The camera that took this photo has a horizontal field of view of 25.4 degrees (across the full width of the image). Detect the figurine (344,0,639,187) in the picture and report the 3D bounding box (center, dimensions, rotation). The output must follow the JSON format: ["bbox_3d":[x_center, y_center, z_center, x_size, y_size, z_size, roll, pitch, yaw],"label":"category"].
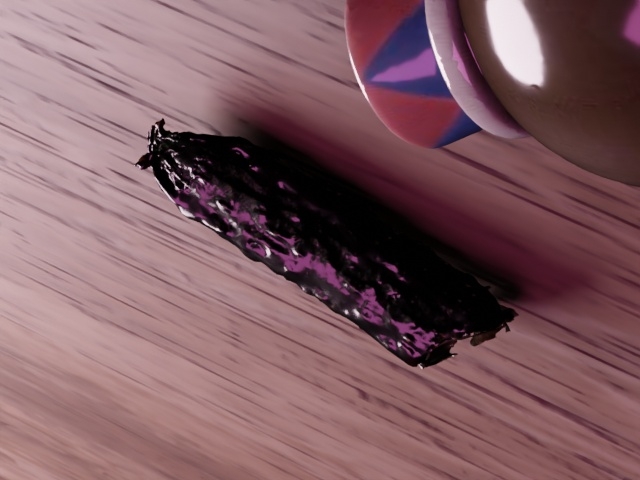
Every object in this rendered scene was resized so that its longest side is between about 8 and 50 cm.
[{"bbox_3d":[0.137,-0.073,0.380,0.276,0.161,0.158,13,173,27],"label":"figurine"}]

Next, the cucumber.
[{"bbox_3d":[0.000,0.000,0.628,0.181,0.053,0.053,33,142,5],"label":"cucumber"}]
